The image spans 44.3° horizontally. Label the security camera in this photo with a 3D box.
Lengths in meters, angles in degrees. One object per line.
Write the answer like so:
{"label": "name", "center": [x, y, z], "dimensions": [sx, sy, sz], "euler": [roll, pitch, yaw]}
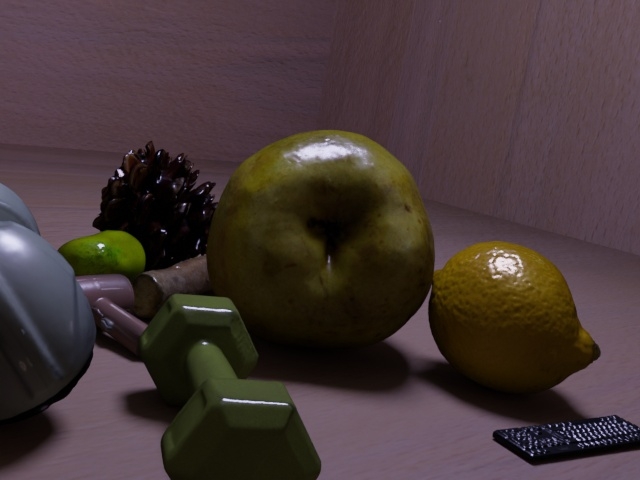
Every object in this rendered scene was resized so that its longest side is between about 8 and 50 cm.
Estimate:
{"label": "security camera", "center": [-0.316, 0.052, 0.724], "dimensions": [0.197, 0.191, 0.277], "euler": [-33, 34, -28]}

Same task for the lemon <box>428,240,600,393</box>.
{"label": "lemon", "center": [0.235, 0.098, 1.005], "dimensions": [0.244, 0.186, 0.187], "euler": [33, 22, 36]}

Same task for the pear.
{"label": "pear", "center": [0.000, 0.000, 1.049], "dimensions": [0.304, 0.303, 0.304], "euler": [9, 10, -2]}

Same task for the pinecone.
{"label": "pinecone", "center": [-0.251, -0.042, 1.260], "dimensions": [0.222, 0.221, 0.221], "euler": [9, 10, -2]}

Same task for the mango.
{"label": "mango", "center": [-0.310, 0.029, 1.083], "dimensions": [0.117, 0.089, 0.163], "euler": [-11, -7, 13]}

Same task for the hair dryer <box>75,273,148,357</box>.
{"label": "hair dryer", "center": [-0.249, 0.095, 0.937], "dimensions": [0.182, 0.064, 0.117], "euler": [24, 17, 36]}

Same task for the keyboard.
{"label": "keyboard", "center": [0.286, 0.218, 0.877], "dimensions": [0.204, 0.013, 0.061], "euler": [3, 12, -32]}

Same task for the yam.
{"label": "yam", "center": [-0.186, 0.057, 1.166], "dimensions": [0.066, 0.066, 0.300], "euler": [13, 11, 17]}

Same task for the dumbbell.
{"label": "dumbbell", "center": [-0.093, 0.137, 0.703], "dimensions": [0.108, 0.121, 0.302], "euler": [37, -1, -22]}
